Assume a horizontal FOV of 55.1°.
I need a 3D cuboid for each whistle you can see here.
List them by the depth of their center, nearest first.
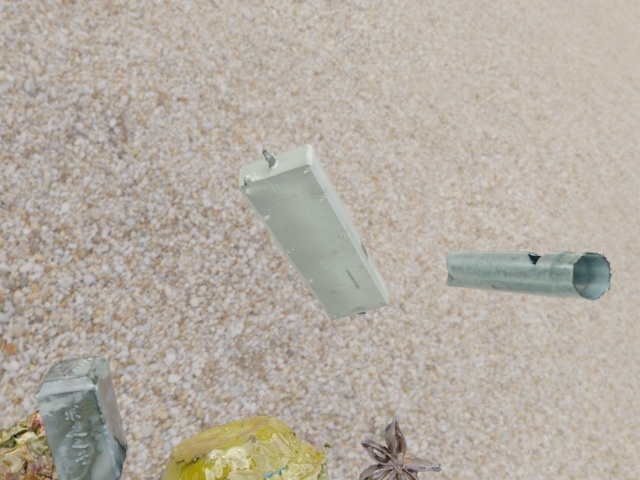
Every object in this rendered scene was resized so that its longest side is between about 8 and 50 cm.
[{"bbox_3d":[0.266,0.044,0.859,0.062,0.312,0.062,0,89,-20],"label":"whistle"}]

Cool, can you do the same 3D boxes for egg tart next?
[{"bbox_3d":[-0.165,0.451,1.199,0.388,0.388,0.169,-9,85,-44],"label":"egg tart"}]

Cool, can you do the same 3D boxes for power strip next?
[{"bbox_3d":[0.000,0.000,0.880,0.367,0.106,0.043,59,20,-46],"label":"power strip"}]

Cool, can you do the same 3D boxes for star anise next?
[{"bbox_3d":[0.159,0.515,1.398,0.172,0.063,0.208,-45,108,-8],"label":"star anise"}]

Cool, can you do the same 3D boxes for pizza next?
[{"bbox_3d":[-0.441,0.331,1.039,0.226,0.069,0.147,-41,115,-22],"label":"pizza"}]

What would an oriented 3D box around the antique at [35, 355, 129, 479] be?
[{"bbox_3d":[-0.354,0.267,0.917,0.088,0.183,0.086,-8,20,-6],"label":"antique"}]
